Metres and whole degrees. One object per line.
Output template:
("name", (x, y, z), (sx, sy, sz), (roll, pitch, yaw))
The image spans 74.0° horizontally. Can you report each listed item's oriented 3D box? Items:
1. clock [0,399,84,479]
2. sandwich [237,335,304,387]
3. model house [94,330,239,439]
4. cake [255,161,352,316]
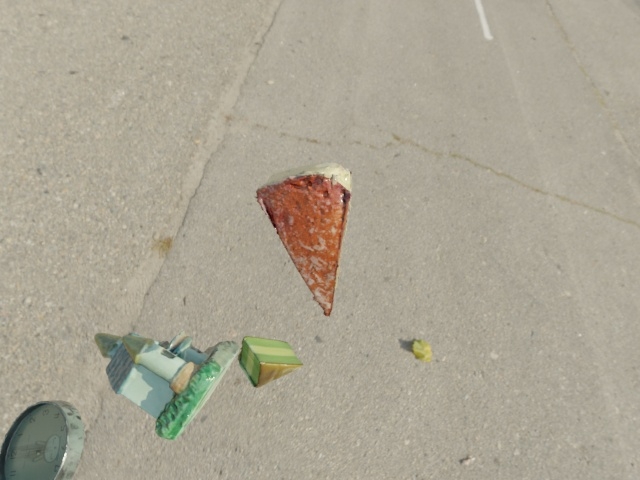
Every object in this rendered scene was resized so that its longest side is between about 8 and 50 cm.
("clock", (-0.626, 0.468, 0.944), (0.214, 0.042, 0.215), (-9, 64, 19))
("sandwich", (-0.084, 0.208, 0.791), (0.116, 0.074, 0.074), (-13, 44, -37))
("model house", (-0.405, 0.287, 1.052), (0.324, 0.267, 0.194), (31, 92, 2))
("cake", (0.016, -0.007, 0.578), (0.220, 0.116, 0.086), (61, 26, -25))
